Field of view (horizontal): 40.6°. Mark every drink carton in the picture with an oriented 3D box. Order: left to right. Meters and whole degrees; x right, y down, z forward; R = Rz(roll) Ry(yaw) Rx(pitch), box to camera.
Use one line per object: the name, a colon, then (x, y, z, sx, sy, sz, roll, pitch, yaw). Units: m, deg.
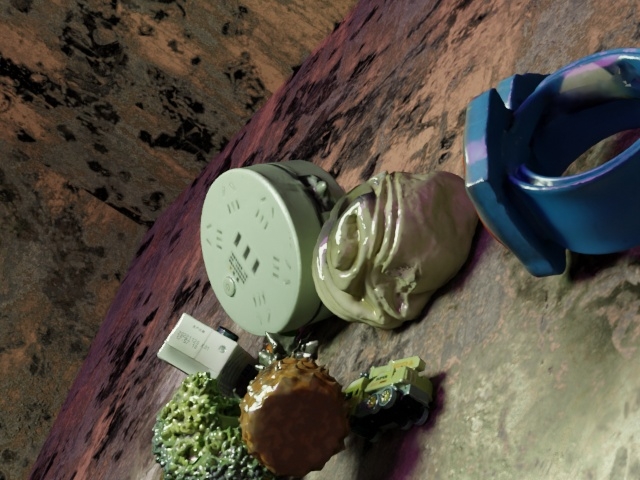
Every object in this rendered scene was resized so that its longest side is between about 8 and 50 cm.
drink carton: (-0.217, 0.245, 1.759, 0.106, 0.131, 0.315, -61, -13, -13)

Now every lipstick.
lipstick: (-0.286, 0.326, 2.153, 0.234, 0.053, 0.053, -61, 18, 1)

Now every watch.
watch: (0.345, -0.127, 1.102, 0.274, 0.241, 0.305, -17, 42, 37)

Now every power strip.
power strip: (-0.082, 0.004, 1.700, 0.357, 0.161, 0.357, 17, 113, 48)

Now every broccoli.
broccoli: (-0.156, 0.339, 1.475, 0.302, 0.249, 0.375, -62, 13, -8)

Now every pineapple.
pineapple: (-0.047, 0.235, 1.341, 0.169, 0.169, 0.340, -55, 10, 3)

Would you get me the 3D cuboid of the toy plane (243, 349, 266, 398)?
toy plane: (-0.124, 0.290, 1.794, 0.197, 0.053, 0.078, -65, 11, -15)

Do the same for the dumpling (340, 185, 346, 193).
dumpling: (0.000, 0.000, 1.852, 0.162, 0.132, 0.250, 21, 95, 65)

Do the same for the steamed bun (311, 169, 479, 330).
steamed bun: (0.105, -0.001, 1.469, 0.320, 0.206, 0.275, -58, 20, 7)

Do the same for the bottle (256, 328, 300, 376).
bottle: (-0.081, 0.237, 1.751, 0.069, 0.069, 0.187, -36, 25, 46)

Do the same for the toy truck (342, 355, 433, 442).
toy truck: (0.098, 0.231, 1.292, 0.169, 0.077, 0.100, -36, 29, 49)

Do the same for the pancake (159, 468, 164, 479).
pancake: (-0.323, 0.499, 1.976, 0.151, 0.025, 0.151, -46, 21, 23)
